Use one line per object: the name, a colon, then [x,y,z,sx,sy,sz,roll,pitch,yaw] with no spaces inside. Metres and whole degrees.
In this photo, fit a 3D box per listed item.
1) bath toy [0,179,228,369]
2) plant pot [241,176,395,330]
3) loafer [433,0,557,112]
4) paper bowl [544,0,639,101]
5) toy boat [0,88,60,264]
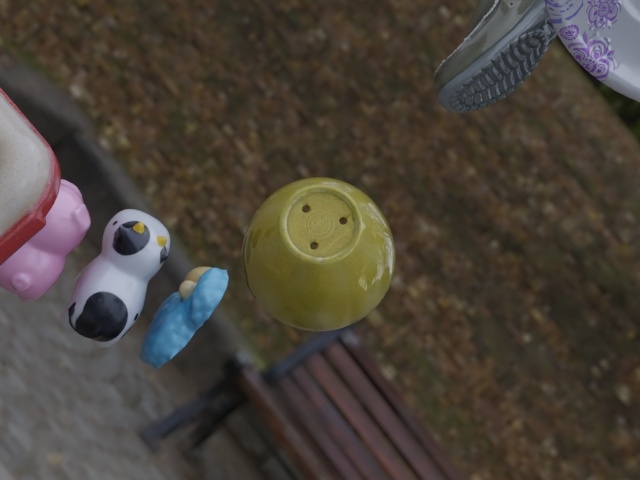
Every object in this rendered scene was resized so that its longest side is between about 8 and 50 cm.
bath toy: [-0.276,0.004,1.886,0.348,0.151,0.129,26,-26,-16]
plant pot: [0.000,0.000,1.505,0.134,0.134,0.095,52,-12,13]
loafer: [0.207,-0.240,1.906,0.087,0.251,0.094,43,-6,26]
paper bowl: [0.354,-0.260,1.622,0.284,0.284,0.148,49,45,-29]
toy boat: [-0.315,-0.057,1.595,0.231,0.151,0.151,47,-3,32]
